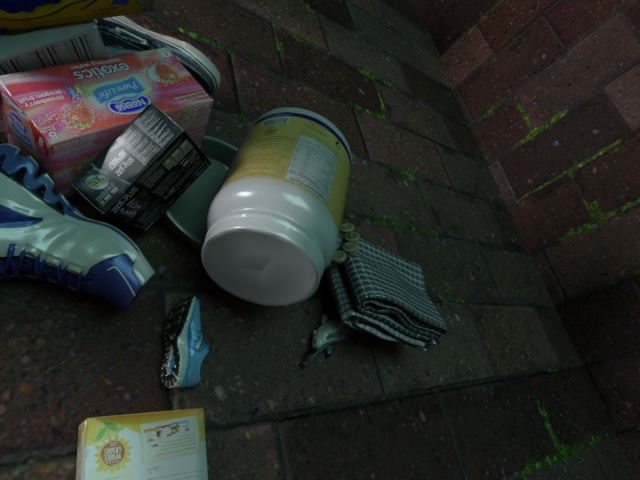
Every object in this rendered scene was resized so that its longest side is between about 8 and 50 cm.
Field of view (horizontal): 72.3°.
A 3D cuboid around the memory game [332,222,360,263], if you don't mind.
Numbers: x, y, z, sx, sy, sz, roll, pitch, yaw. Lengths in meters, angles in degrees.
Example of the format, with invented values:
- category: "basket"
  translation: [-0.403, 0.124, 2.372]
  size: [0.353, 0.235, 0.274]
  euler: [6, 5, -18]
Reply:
- category: "memory game"
  translation: [0.000, 0.000, 1.015]
  size: [0.186, 0.185, 0.012]
  euler: [-66, 155, -46]

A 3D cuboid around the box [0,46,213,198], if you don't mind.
- category: "box"
  translation: [-0.361, -0.213, 0.773]
  size: [0.154, 0.142, 0.299]
  euler: [49, 50, 10]

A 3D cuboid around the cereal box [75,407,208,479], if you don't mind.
- category: "cereal box"
  translation: [-0.239, 0.363, 0.598]
  size: [0.172, 0.047, 0.241]
  euler: [12, 55, -38]

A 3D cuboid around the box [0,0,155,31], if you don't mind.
- category: "box"
  translation: [-0.394, -0.442, 0.552]
  size: [0.289, 0.279, 0.177]
  euler: [-18, 80, -18]

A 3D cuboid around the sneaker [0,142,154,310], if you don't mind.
- category: "sneaker"
  translation: [-0.421, 0.018, 0.631]
  size: [0.315, 0.127, 0.182]
  euler: [40, 45, -4]

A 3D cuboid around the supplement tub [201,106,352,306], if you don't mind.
- category: "supplement tub"
  translation: [-0.073, -0.069, 0.835]
  size: [0.241, 0.241, 0.332]
  euler: [33, 45, -22]

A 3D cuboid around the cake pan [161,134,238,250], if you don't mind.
- category: "cake pan"
  translation: [-0.223, -0.092, 0.936]
  size: [0.293, 0.054, 0.294]
  euler: [24, 48, -29]

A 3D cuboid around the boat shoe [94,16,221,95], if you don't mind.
- category: "boat shoe"
  translation: [-0.392, -0.372, 0.942]
  size: [0.340, 0.127, 0.158]
  euler: [21, 55, -21]

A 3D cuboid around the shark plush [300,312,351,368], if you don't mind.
- category: "shark plush"
  translation: [0.019, 0.221, 0.944]
  size: [0.161, 0.073, 0.067]
  euler: [-46, 128, -55]

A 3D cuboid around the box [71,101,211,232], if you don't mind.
- category: "box"
  translation: [-0.292, -0.115, 0.743]
  size: [0.077, 0.180, 0.147]
  euler: [41, -5, 9]

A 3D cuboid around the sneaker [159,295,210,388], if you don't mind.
- category: "sneaker"
  translation: [-0.226, 0.174, 0.752]
  size: [0.073, 0.063, 0.162]
  euler: [35, 44, -46]

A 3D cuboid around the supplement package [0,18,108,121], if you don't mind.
- category: "supplement package"
  translation: [-0.496, -0.348, 0.729]
  size: [0.203, 0.149, 0.194]
  euler: [-32, 85, -20]

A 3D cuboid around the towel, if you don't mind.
- category: "towel"
  translation: [0.155, 0.121, 1.030]
  size: [0.283, 0.121, 0.235]
  euler: [24, 25, -29]
